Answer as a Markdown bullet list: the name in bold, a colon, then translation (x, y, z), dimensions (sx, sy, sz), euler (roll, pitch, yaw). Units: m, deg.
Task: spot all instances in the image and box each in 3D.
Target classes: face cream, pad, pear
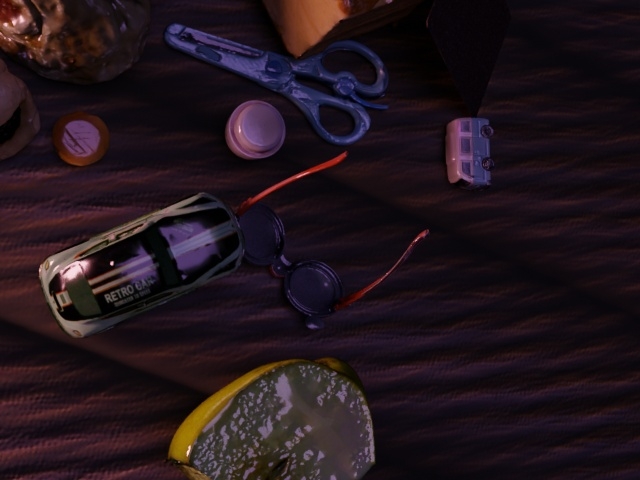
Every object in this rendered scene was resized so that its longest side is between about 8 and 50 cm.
- **face cream**: translation (-0.105, -0.170, 1.509), dimensions (0.091, 0.095, 0.091), euler (2, 84, -21)
- **pad**: translation (0.249, -0.362, 1.582), dimensions (0.004, 0.330, 0.220), euler (15, 76, 26)
- **pear**: translation (-0.057, 0.288, 1.446), dimensions (0.286, 0.176, 0.282), euler (40, 71, -17)

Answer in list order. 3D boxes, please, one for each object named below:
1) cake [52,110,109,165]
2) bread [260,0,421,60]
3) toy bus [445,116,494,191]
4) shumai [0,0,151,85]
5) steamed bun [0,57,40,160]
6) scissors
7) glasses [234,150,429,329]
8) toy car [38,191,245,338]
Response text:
- **cake**: translation (-0.359, -0.152, 1.442), dimensions (0.084, 0.044, 0.084), euler (1, 86, -19)
- **bread**: translation (0.035, -0.471, 1.513), dimensions (0.279, 0.207, 0.279), euler (-25, 91, -28)
- **toy bus**: translation (0.254, -0.149, 1.659), dimensions (0.075, 0.060, 0.123), euler (2, 82, -16)
- **shumai**: translation (-0.360, -0.393, 1.333), dimensions (0.292, 0.288, 0.330), euler (-28, 93, -21)
- **steamed bun**: translation (-0.479, -0.197, 1.342), dimensions (0.141, 0.155, 0.172), euler (-42, 100, -20)
- **scissors**: translation (-0.065, -0.279, 1.568), dimensions (0.393, 0.032, 0.180), euler (17, 79, -18)
- **glasses**: translation (0.000, 0.000, 1.448), dimensions (0.234, 0.268, 0.118), euler (46, 53, -9)
- **toy car**: translation (-0.257, 0.035, 1.400), dimensions (0.306, 0.125, 0.136), euler (-23, 94, -6)
